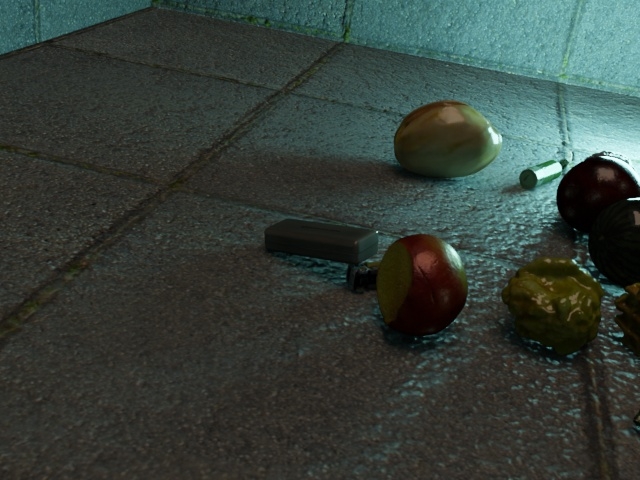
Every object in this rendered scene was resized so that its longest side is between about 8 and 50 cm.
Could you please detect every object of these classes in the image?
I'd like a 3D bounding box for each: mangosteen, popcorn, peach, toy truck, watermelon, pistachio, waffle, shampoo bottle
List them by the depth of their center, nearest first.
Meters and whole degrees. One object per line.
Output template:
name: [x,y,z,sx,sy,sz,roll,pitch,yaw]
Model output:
peach: [0.181,0.085,1.464,0.192,0.190,0.190,-23,40,-40]
waffle: [0.645,0.159,1.469,0.055,0.161,0.211,-5,30,-24]
popcorn: [0.451,0.126,1.502,0.197,0.156,0.198,0,46,0]
toy truck: [0.112,0.070,1.616,0.123,0.052,0.063,-5,25,-26]
watermelon: [0.714,0.005,1.744,0.212,0.212,0.212,6,27,-3]
mangosteen: [0.723,-0.087,1.957,0.215,0.215,0.258,-9,59,-30]
pistachio: [0.364,-0.289,2.218,0.308,0.230,0.230,-7,25,8]
shampoo bottle: [0.670,-0.203,2.298,0.065,0.065,0.204,29,33,35]

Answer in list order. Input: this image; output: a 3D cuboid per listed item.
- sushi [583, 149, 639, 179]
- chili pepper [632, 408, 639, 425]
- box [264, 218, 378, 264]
sushi: [0.830,-0.160,2.151,0.241,0.162,0.107,18,27,21]
chili pepper: [0.628,0.295,1.314,0.226,0.059,0.088,-4,33,-18]
box: [0.000,0.000,1.657,0.243,0.055,0.103,9,23,34]
